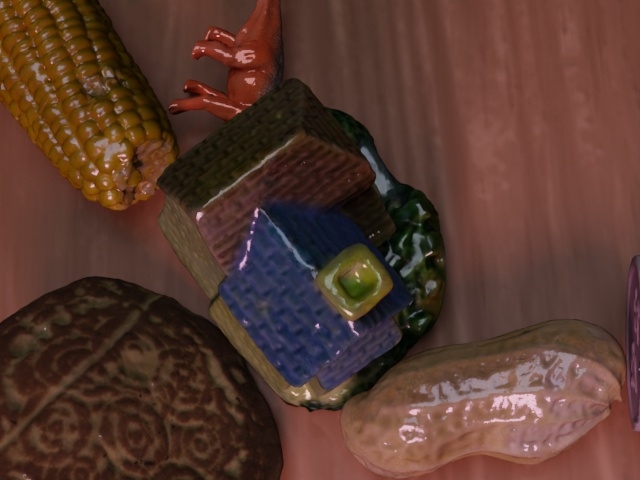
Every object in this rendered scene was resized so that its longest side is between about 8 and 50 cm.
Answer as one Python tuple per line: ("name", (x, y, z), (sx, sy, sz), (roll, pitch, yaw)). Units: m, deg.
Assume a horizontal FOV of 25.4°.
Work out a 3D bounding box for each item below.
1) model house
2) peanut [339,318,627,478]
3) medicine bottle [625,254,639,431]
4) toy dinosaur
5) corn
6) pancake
("model house", (0.000, 0.000, 1.031), (0.195, 0.189, 0.214), (-34, 82, -5))
("peanut", (0.119, 0.118, 1.043), (0.214, 0.090, 0.099), (-12, 113, 7))
("medicine bottle", (0.346, 0.073, 0.995), (0.254, 0.152, 0.152), (2, 73, 9))
("toy dinosaur", (-0.069, -0.109, 1.157), (0.101, 0.055, 0.280), (13, 88, 10))
("corn", (-0.240, -0.176, 1.169), (0.120, 0.120, 0.363), (-34, 72, -4))
("pancake", (-0.141, 0.138, 1.035), (0.250, 0.031, 0.250), (15, 50, -19))
